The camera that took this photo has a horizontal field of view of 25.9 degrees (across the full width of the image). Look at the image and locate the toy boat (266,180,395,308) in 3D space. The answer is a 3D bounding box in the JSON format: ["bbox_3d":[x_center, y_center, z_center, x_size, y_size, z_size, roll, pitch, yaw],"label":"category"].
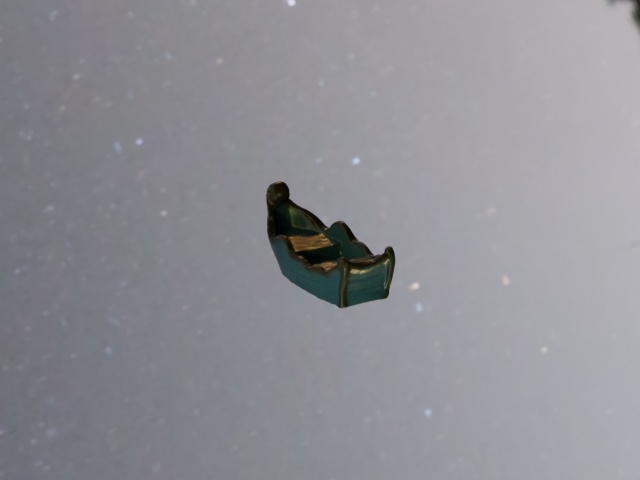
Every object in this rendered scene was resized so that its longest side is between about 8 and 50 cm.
[{"bbox_3d":[0.000,0.000,1.300,0.075,0.185,0.077,-10,-70,-26],"label":"toy boat"}]
